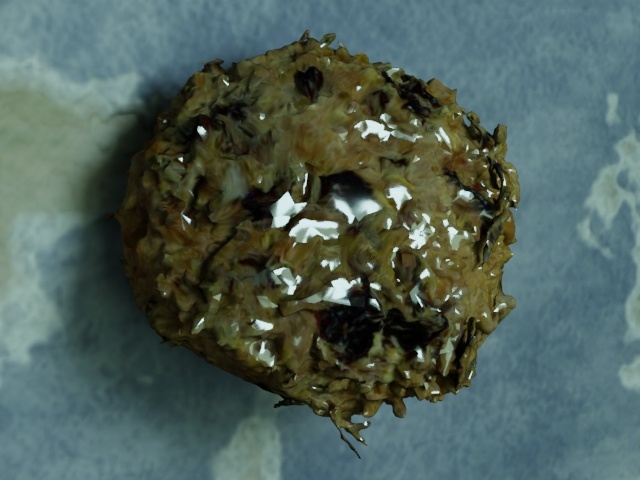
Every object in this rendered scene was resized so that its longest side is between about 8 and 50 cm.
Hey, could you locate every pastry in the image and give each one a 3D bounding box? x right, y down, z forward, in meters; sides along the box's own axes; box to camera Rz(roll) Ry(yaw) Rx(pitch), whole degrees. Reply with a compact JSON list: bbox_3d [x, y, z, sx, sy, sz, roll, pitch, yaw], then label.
[{"bbox_3d":[0.000,0.000,1.178,0.275,0.193,0.275,6,60,-10],"label":"pastry"}]
